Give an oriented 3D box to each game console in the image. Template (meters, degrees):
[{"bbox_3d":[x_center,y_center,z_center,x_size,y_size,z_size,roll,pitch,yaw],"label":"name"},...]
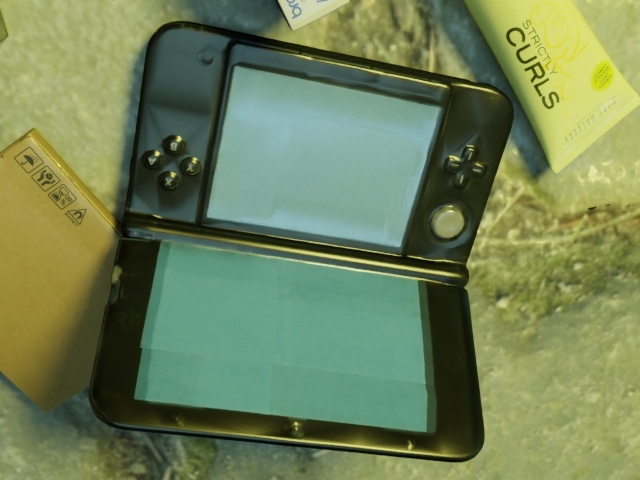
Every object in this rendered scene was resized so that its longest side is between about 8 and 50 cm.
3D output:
[{"bbox_3d":[0.000,0.000,0.558,0.293,0.173,0.250,9,113,-12],"label":"game console"}]

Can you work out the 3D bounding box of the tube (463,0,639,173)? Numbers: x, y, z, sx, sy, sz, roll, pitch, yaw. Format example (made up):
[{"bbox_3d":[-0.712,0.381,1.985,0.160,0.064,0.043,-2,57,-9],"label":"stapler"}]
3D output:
[{"bbox_3d":[0.161,-0.163,0.571,0.070,0.062,0.240,-16,127,39],"label":"tube"}]

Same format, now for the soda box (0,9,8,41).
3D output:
[{"bbox_3d":[-0.281,-0.248,0.447,0.091,0.098,0.286,-10,116,-4],"label":"soda box"}]

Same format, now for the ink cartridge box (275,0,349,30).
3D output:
[{"bbox_3d":[-0.049,-0.244,0.482,0.046,0.097,0.207,-26,115,4],"label":"ink cartridge box"}]

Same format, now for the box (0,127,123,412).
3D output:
[{"bbox_3d":[-0.231,0.033,0.624,0.164,0.021,0.201,-33,115,8],"label":"box"}]
